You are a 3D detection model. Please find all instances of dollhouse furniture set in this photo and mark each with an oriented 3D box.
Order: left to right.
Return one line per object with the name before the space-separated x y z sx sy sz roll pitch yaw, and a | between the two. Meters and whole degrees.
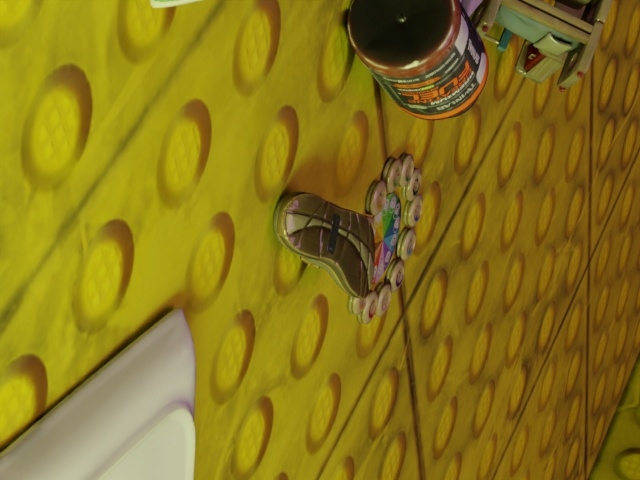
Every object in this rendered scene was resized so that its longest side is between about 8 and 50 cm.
dollhouse furniture set | 0.227 -0.237 1.955 0.183 0.129 0.129 139 -26 -71

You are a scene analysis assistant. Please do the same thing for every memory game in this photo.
memory game | 0.069 -0.001 1.814 0.186 0.012 0.186 15 90 -70

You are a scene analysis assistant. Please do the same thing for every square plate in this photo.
square plate | -0.178 0.270 1.303 0.347 0.049 0.344 -42 141 -56

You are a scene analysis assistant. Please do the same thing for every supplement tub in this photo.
supplement tub | 0.099 -0.176 1.630 0.198 0.106 0.106 38 69 -68

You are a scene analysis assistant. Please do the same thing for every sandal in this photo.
sandal | 0.000 0.000 1.592 0.180 0.049 0.072 31 69 -54

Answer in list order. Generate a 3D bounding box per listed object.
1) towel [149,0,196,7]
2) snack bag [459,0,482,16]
towel | -0.029 -0.263 1.046 0.325 0.247 0.038 72 13 -58
snack bag | 0.249 -0.416 1.721 0.323 0.037 0.342 -52 170 -46
